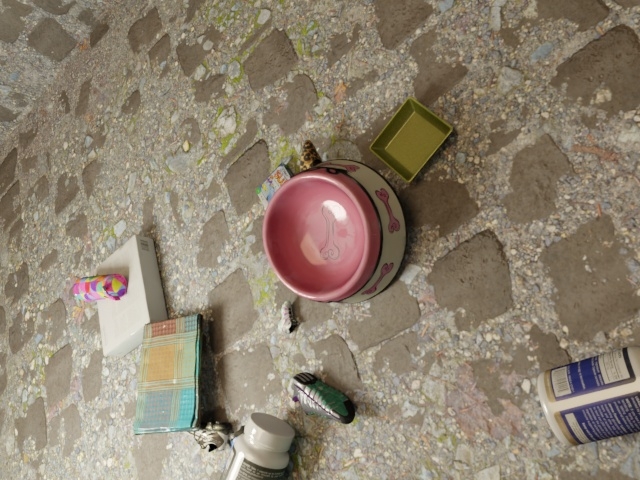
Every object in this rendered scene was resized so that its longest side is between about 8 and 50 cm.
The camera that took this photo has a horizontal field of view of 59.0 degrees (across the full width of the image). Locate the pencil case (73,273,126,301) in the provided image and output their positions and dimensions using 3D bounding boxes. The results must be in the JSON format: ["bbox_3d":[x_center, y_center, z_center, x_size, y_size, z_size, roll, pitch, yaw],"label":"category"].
[{"bbox_3d":[-0.826,0.179,2.115,0.237,0.104,0.104,-6,74,39],"label":"pencil case"}]

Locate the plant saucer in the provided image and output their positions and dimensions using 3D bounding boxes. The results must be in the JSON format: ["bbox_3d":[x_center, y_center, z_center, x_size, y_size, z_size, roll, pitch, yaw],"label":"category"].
[{"bbox_3d":[0.255,-0.274,1.563,0.188,0.045,0.188,-52,53,15],"label":"plant saucer"}]

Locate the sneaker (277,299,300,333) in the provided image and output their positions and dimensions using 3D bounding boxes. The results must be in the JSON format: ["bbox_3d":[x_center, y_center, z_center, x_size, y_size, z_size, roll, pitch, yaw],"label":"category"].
[{"bbox_3d":[-0.086,0.232,1.689,0.069,0.038,0.098,13,94,38],"label":"sneaker"}]

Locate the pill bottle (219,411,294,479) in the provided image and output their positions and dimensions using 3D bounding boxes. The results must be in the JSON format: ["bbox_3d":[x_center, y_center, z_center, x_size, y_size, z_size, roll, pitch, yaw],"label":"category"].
[{"bbox_3d":[-0.183,0.637,1.564,0.161,0.161,0.283,24,92,39],"label":"pill bottle"}]

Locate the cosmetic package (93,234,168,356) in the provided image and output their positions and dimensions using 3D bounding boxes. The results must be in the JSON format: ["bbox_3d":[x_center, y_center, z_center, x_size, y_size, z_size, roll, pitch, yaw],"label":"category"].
[{"bbox_3d":[-0.728,0.210,2.150,0.285,0.097,0.377,-33,59,24],"label":"cosmetic package"}]

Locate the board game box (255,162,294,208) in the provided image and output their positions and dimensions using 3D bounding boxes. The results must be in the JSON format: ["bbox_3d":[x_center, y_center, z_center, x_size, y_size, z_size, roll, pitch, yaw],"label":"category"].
[{"bbox_3d":[-0.118,-0.135,1.818,0.136,0.035,0.201,-45,55,19],"label":"board game box"}]

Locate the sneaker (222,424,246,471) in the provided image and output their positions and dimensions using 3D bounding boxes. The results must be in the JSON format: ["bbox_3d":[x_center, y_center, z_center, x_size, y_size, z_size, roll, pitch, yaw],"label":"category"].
[{"bbox_3d":[-0.251,0.618,1.686,0.152,0.058,0.084,-50,59,10],"label":"sneaker"}]

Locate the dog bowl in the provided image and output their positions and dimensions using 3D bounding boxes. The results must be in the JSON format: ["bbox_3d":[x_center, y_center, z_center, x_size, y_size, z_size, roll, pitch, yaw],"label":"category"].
[{"bbox_3d":[0.019,-0.016,1.527,0.408,0.150,0.407,4,98,33],"label":"dog bowl"}]

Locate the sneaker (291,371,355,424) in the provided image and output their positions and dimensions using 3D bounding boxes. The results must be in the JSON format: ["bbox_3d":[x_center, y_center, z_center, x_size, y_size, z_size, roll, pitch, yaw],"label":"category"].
[{"bbox_3d":[0.006,0.451,1.542,0.224,0.083,0.098,28,116,44],"label":"sneaker"}]

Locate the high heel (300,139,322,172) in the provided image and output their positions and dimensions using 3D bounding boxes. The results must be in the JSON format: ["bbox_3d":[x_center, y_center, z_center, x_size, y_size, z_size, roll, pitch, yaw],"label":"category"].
[{"bbox_3d":[0.039,-0.198,1.672,0.186,0.093,0.261,-18,80,37],"label":"high heel"}]

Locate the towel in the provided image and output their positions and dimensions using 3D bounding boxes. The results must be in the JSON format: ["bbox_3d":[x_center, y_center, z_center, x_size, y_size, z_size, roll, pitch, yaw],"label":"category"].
[{"bbox_3d":[-0.496,0.436,1.844,0.272,0.040,0.369,-14,66,27],"label":"towel"}]

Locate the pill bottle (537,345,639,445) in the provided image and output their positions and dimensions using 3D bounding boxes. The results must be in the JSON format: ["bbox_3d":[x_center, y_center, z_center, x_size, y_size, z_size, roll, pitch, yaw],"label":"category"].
[{"bbox_3d":[0.573,0.291,1.085,0.265,0.153,0.153,-26,62,30],"label":"pill bottle"}]

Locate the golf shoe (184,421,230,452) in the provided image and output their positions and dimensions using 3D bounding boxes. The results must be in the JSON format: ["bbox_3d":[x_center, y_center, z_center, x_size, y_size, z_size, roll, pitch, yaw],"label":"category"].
[{"bbox_3d":[-0.369,0.614,1.770,0.198,0.077,0.093,-13,70,36],"label":"golf shoe"}]
